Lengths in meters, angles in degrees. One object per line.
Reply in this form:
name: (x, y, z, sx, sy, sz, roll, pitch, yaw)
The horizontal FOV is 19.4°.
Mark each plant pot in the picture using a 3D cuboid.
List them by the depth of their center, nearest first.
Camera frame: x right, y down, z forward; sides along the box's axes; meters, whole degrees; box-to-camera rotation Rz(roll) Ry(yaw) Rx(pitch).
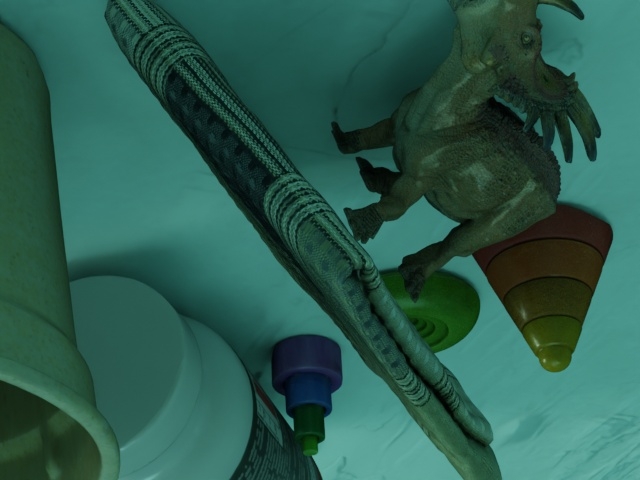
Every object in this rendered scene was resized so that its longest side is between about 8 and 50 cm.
plant pot: (-0.297, 0.013, 1.258, 0.334, 0.305, 0.334, -1, 149, -1)

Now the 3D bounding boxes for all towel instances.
towel: (0.000, 0.000, 1.287, 0.056, 0.312, 0.324, -39, 142, -4)

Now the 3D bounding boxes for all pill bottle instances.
pill bottle: (-0.138, 0.189, 1.660, 0.210, 0.210, 0.363, -10, 148, 12)

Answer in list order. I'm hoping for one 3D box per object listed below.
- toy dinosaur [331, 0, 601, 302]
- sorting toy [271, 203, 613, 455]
toy dinosaur: (0.123, -0.060, 1.355, 0.200, 0.127, 0.295, -22, 153, 10)
sorting toy: (0.098, 0.098, 1.608, 0.365, 0.126, 0.127, -28, 141, 35)
